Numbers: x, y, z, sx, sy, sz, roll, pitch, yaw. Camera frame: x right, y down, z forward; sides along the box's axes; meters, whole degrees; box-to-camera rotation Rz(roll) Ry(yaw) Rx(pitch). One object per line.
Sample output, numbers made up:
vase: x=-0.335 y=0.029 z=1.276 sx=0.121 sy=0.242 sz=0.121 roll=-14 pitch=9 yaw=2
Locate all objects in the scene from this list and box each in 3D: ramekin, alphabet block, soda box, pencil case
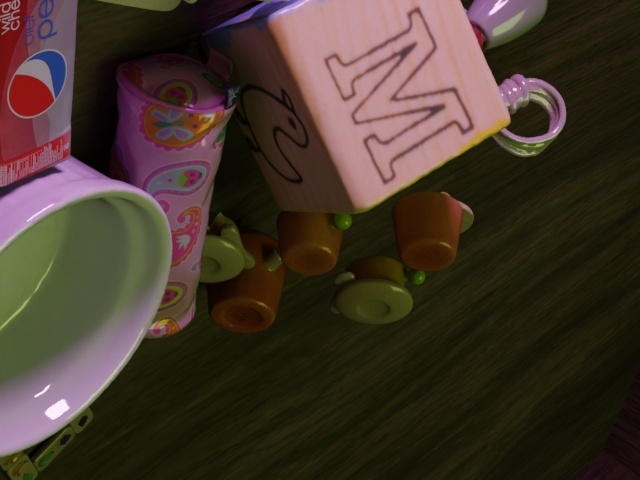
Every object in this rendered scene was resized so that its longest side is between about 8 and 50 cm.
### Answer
ramekin: x=-0.274 y=0.042 z=1.227 sx=0.277 sy=0.135 sz=0.277 roll=-41 pitch=150 yaw=-30
alphabet block: x=0.031 y=-0.155 z=1.343 sx=0.193 sy=0.192 sz=0.197 roll=-30 pitch=104 yaw=-19
soda box: x=-0.245 y=-0.173 z=1.072 sx=0.083 sy=0.092 sz=0.263 roll=-32 pitch=145 yaw=-42
pencil case: x=-0.153 y=-0.044 z=1.352 sx=0.124 sy=0.124 sz=0.284 roll=-25 pitch=139 yaw=-47

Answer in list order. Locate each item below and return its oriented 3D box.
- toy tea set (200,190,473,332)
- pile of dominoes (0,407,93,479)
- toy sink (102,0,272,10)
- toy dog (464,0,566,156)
toy tea set: x=0.000 y=0.000 z=1.528 sx=0.200 sy=0.336 sz=0.124 roll=75 pitch=14 yaw=-54
pile of dominoes: x=-0.317 y=0.204 z=1.437 sx=0.196 sy=0.040 sz=0.251 roll=-47 pitch=155 yaw=-21
toy sink: x=-0.086 y=-0.281 z=1.174 sx=0.153 sy=0.131 sz=0.234 roll=-2 pitch=123 yaw=-59
toy dog: x=0.090 y=-0.178 z=1.558 sx=0.333 sy=0.161 sz=0.220 roll=-14 pitch=99 yaw=-18
